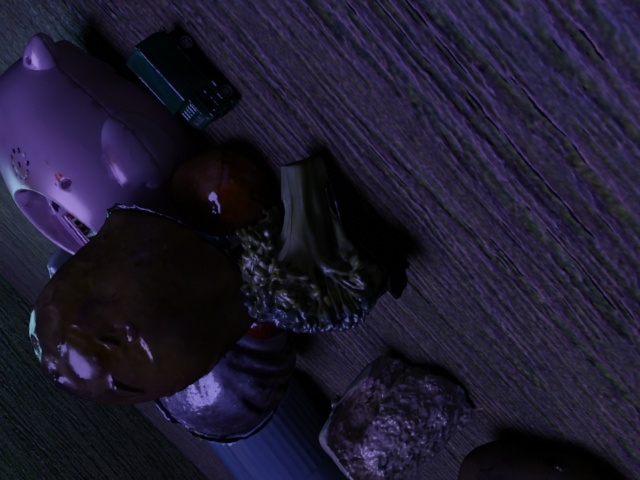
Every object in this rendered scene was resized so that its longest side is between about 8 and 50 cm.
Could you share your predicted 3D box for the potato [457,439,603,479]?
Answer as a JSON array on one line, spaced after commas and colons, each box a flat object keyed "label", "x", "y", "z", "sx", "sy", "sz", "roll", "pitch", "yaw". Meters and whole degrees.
[{"label": "potato", "x": 0.332, "y": 0.404, "z": 1.121, "sx": 0.262, "sy": 0.165, "sz": 0.165, "roll": -1, "pitch": 129, "yaw": 44}]

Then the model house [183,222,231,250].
[{"label": "model house", "x": -0.269, "y": 0.043, "z": 1.415, "sx": 0.148, "sy": 0.148, "sz": 0.119, "roll": 26, "pitch": 149, "yaw": 23}]

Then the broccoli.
[{"label": "broccoli", "x": 0.000, "y": 0.000, "z": 1.020, "sx": 0.247, "sy": 0.263, "sz": 0.243, "roll": -4, "pitch": 105, "yaw": 13}]

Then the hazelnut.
[{"label": "hazelnut", "x": -0.150, "y": -0.076, "z": 1.137, "sx": 0.150, "sy": 0.150, "sz": 0.150, "roll": 32, "pitch": 149, "yaw": 21}]

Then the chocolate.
[{"label": "chocolate", "x": -0.173, "y": 0.216, "z": 1.405, "sx": 0.303, "sy": 0.303, "sz": 0.213, "roll": 41, "pitch": 135, "yaw": 4}]

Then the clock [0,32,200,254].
[{"label": "clock", "x": -0.403, "y": -0.140, "z": 1.232, "sx": 0.376, "sy": 0.250, "sz": 0.368, "roll": 52, "pitch": 149, "yaw": -16}]

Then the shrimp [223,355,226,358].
[{"label": "shrimp", "x": -0.298, "y": 0.117, "z": 1.289, "sx": 0.317, "sy": 0.164, "sz": 0.062, "roll": 34, "pitch": 123, "yaw": 21}]

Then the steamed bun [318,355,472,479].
[{"label": "steamed bun", "x": 0.106, "y": 0.305, "z": 1.206, "sx": 0.200, "sy": 0.225, "sz": 0.170, "roll": -1, "pitch": 128, "yaw": 55}]

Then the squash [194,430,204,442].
[{"label": "squash", "x": -0.243, "y": 0.279, "z": 1.607, "sx": 0.204, "sy": 0.155, "sz": 0.237, "roll": 58, "pitch": -173, "yaw": -24}]

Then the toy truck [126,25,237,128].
[{"label": "toy truck", "x": -0.192, "y": -0.229, "z": 1.028, "sx": 0.147, "sy": 0.079, "sz": 0.065, "roll": 47, "pitch": 151, "yaw": -10}]

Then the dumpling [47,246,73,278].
[{"label": "dumpling", "x": -0.427, "y": 0.071, "z": 1.510, "sx": 0.270, "sy": 0.212, "sz": 0.320, "roll": 52, "pitch": 169, "yaw": 13}]

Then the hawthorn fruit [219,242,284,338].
[{"label": "hawthorn fruit", "x": -0.113, "y": 0.079, "z": 1.259, "sx": 0.188, "sy": 0.169, "sz": 0.169, "roll": 32, "pitch": 150, "yaw": 16}]

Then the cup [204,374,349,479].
[{"label": "cup", "x": -0.077, "y": 0.464, "z": 1.687, "sx": 0.257, "sy": 0.331, "sz": 0.311, "roll": -25, "pitch": 110, "yaw": 24}]

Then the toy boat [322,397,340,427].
[{"label": "toy boat", "x": 0.060, "y": 0.431, "z": 1.597, "sx": 0.071, "sy": 0.089, "sz": 0.185, "roll": -30, "pitch": 108, "yaw": 15}]

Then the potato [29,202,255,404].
[{"label": "potato", "x": -0.267, "y": 0.134, "z": 1.065, "sx": 0.289, "sy": 0.237, "sz": 0.300, "roll": 8, "pitch": 138, "yaw": 15}]
